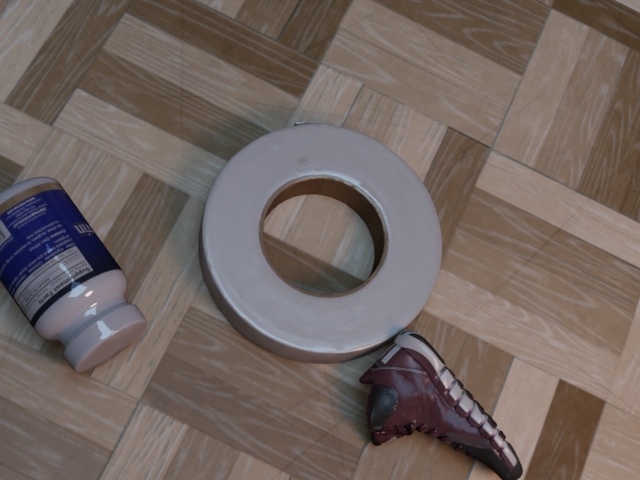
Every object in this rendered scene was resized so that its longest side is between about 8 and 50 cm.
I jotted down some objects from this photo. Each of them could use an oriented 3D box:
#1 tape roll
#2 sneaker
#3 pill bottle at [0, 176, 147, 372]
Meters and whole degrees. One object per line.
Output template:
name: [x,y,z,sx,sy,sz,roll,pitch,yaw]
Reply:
tape roll: [0.000,0.000,1.680,0.392,0.072,0.392,4,68,-10]
sneaker: [0.166,0.286,1.605,0.162,0.106,0.281,-39,86,-3]
pill bottle: [-0.377,0.051,1.536,0.153,0.153,0.264,-33,80,-21]
